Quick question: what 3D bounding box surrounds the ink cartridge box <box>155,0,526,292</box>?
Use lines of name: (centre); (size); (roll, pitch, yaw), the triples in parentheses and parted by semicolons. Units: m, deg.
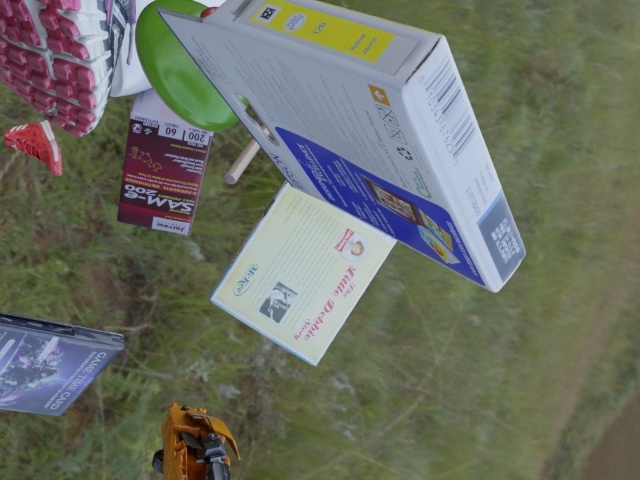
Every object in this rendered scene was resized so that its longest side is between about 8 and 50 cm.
ink cartridge box: (0.027, -0.104, 0.784); (0.072, 0.307, 0.304); (-50, 141, -10)

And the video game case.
video game case: (-0.423, 0.158, 1.060); (0.274, 0.026, 0.196); (17, 132, -38)

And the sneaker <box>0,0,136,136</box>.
sneaker: (-0.146, -0.178, 0.501); (0.112, 0.120, 0.299); (-51, 176, -36)

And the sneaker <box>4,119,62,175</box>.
sneaker: (-0.766, -0.236, 2.183); (0.128, 0.221, 0.087); (-11, 130, -23)

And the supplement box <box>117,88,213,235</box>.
supplement box: (-0.254, -0.123, 1.339); (0.073, 0.130, 0.239); (-89, -166, -44)

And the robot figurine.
robot figurine: (-0.128, 0.288, 0.864); (0.085, 0.291, 0.211); (12, 95, -21)

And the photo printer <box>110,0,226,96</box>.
photo printer: (-0.238, -0.369, 1.188); (0.256, 0.107, 0.308); (-42, 154, -37)

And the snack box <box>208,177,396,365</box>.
snack box: (0.000, 0.000, 1.209); (0.322, 0.187, 0.060); (-57, -170, -2)

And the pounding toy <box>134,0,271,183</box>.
pounding toy: (-0.112, -0.219, 1.029); (0.237, 0.110, 0.183); (54, 35, -17)
